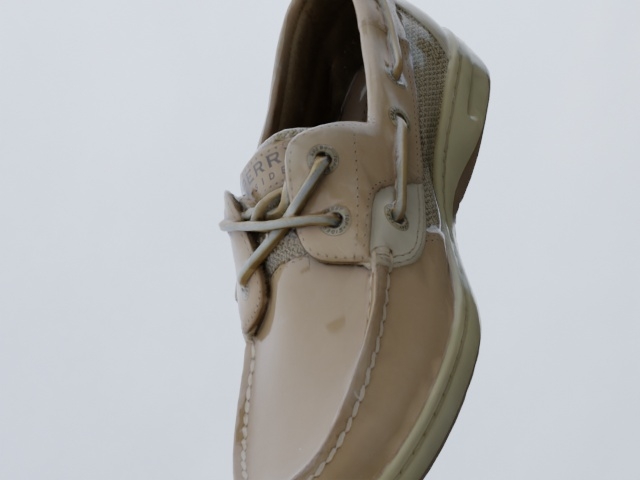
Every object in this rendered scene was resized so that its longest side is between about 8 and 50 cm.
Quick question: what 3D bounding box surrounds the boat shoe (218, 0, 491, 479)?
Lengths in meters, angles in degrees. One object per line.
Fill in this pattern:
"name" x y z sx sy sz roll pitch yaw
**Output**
"boat shoe" 0.000 0.000 0.892 0.121 0.110 0.341 -31 31 31
